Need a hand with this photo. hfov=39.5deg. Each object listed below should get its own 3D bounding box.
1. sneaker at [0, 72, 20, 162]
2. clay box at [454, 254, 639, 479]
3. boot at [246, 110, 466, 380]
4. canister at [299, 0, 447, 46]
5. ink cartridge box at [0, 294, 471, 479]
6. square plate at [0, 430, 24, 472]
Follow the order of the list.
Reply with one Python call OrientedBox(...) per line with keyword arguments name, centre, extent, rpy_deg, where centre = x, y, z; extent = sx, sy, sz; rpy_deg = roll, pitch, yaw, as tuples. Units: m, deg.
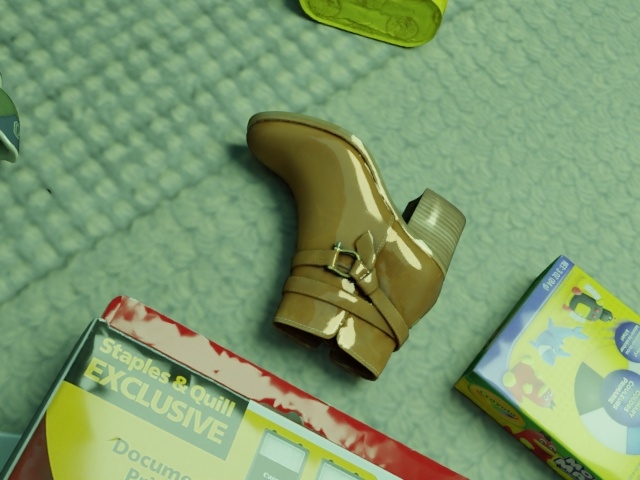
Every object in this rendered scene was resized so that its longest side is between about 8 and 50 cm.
OrientedBox(name="sneaker", centre=(-0.309, -0.064, 0.641), extent=(0.192, 0.064, 0.086), rpy_deg=(-23, 68, -23))
OrientedBox(name="clay box", centre=(0.227, 0.129, 0.667), extent=(0.222, 0.053, 0.127), rpy_deg=(39, 66, 8))
OrientedBox(name="boot", centre=(0.000, 0.000, 0.672), extent=(0.197, 0.073, 0.152), rpy_deg=(30, 69, 6))
OrientedBox(name="canister", centre=(0.060, -0.271, 0.800), extent=(0.126, 0.073, 0.169), rpy_deg=(16, 63, -4))
OrientedBox(name="ink cartridge box", centre=(-0.034, 0.187, 0.508), extent=(0.309, 0.130, 0.271), rpy_deg=(30, 58, -11))
OrientedBox(name="square plate", centre=(-0.262, 0.274, 0.510), extent=(0.347, 0.049, 0.344), rpy_deg=(9, 65, -7))
